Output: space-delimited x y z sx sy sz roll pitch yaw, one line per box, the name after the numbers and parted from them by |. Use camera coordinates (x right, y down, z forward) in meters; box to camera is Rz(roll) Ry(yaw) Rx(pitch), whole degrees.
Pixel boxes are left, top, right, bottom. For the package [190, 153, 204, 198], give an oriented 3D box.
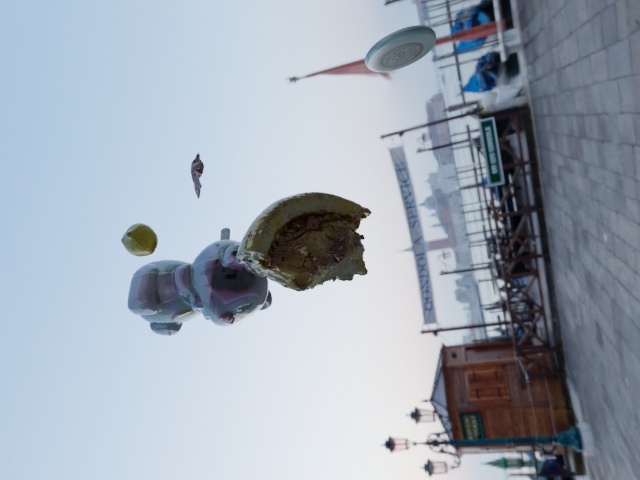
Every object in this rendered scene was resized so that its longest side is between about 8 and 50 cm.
-0.314 -0.169 1.226 0.032 0.077 0.111 13 -131 -28 | package

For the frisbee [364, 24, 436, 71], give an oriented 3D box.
0.120 -0.283 0.722 0.110 0.110 0.014 5 -113 -73 | frisbee

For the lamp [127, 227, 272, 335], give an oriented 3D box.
-0.272 0.093 1.149 0.247 0.300 0.248 73 -171 -50 | lamp

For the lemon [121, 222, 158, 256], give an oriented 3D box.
-0.351 -0.001 0.938 0.092 0.065 0.065 68 -163 -70 | lemon

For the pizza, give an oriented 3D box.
-0.005 -0.004 0.648 0.270 0.056 0.135 -5 -121 -47 | pizza
